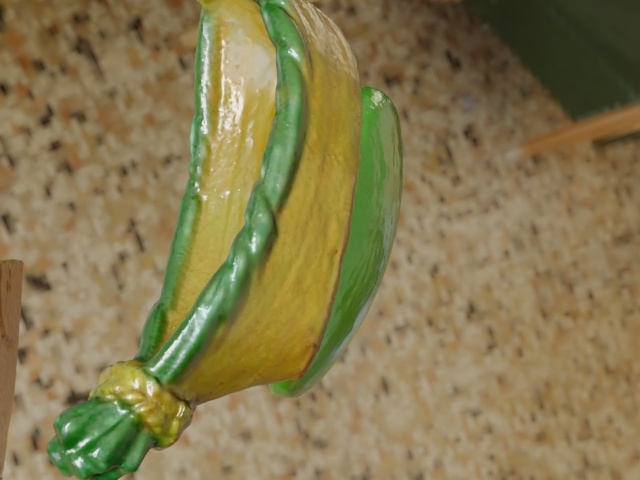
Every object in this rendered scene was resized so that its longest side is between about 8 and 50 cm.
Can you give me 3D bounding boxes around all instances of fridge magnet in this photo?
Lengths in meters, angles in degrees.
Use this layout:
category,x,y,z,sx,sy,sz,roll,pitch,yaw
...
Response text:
category,x,y,z,sx,sy,sz,roll,pitch,yaw
fridge magnet,0.000,0.000,1.158,0.208,0.088,0.208,16,90,-81

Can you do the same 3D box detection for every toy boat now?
category,x,y,z,sx,sy,sz,roll,pitch,yaw
toy boat,-0.038,-0.017,0.651,0.088,0.089,0.229,16,64,-20

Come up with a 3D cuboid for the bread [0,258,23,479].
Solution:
category,x,y,z,sx,sy,sz,roll,pitch,yaw
bread,-0.248,0.073,1.020,0.160,0.140,0.169,64,24,-70
